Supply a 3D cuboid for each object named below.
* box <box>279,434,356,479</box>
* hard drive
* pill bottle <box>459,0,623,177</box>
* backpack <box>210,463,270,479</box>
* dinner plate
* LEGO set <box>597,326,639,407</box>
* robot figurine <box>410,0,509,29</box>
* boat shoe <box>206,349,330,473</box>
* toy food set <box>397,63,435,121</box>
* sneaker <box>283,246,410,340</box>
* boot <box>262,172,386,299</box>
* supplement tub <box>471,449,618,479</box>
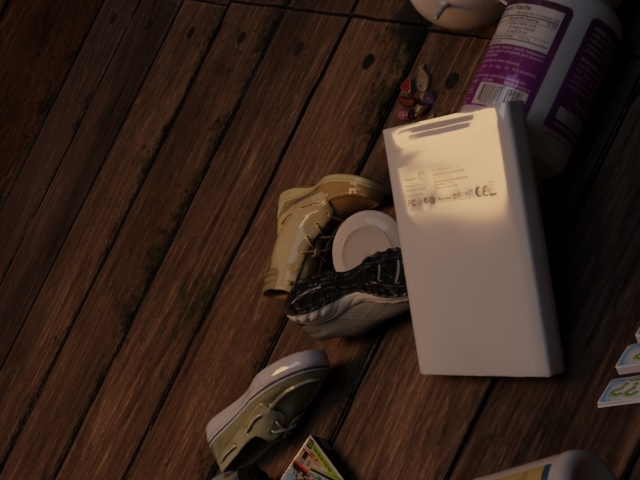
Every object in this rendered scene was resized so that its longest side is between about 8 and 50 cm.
[{"bbox_3d":[0.011,0.395,1.585,0.114,0.036,0.207,-57,36,9],"label":"box"},{"bbox_3d":[0.202,0.006,1.442,0.233,0.047,0.353,-7,92,49],"label":"hard drive"},{"bbox_3d":[0.320,-0.256,1.499,0.169,0.169,0.302,20,84,54],"label":"pill bottle"},{"bbox_3d":[-0.152,0.442,1.661,0.182,0.115,0.152,-34,35,2],"label":"backpack"},{"bbox_3d":[0.077,0.022,1.694,0.141,0.017,0.141,3,96,31],"label":"dinner plate"},{"bbox_3d":[0.429,0.100,1.160,0.244,0.060,0.182,-17,19,45],"label":"LEGO set"},{"bbox_3d":[0.226,-0.485,1.732,0.299,0.200,0.354,-14,52,12],"label":"robot figurine"},{"bbox_3d":[-0.077,0.281,1.729,0.302,0.109,0.094,-45,54,37],"label":"boat shoe"},{"bbox_3d":[0.158,-0.242,1.816,0.078,0.019,0.122,-38,43,31],"label":"toy food set"},{"bbox_3d":[0.081,0.090,1.650,0.271,0.108,0.100,-16,40,27],"label":"sneaker"},{"bbox_3d":[0.000,0.000,1.796,0.262,0.095,0.204,-11,60,50],"label":"boot"},{"bbox_3d":[0.244,0.335,1.241,0.199,0.144,0.144,-28,48,39],"label":"supplement tub"}]
